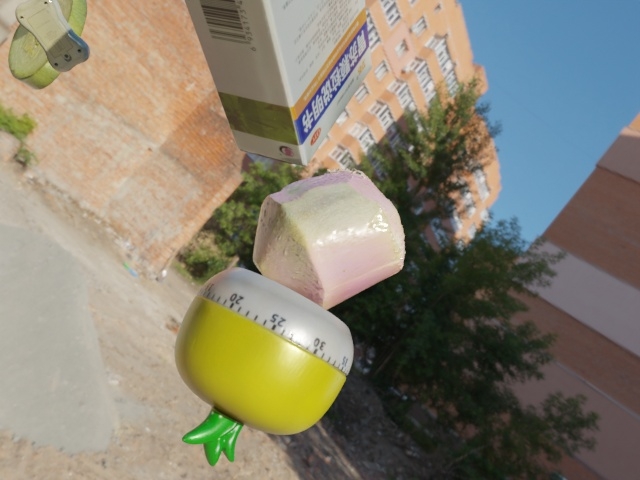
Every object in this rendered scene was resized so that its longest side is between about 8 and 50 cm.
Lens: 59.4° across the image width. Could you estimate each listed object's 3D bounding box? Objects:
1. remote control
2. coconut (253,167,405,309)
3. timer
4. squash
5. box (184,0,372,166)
[{"bbox_3d":[-0.449,-0.349,0.946,0.122,0.074,0.032,61,10,-29],"label":"remote control"},{"bbox_3d":[0.000,0.000,0.983,0.233,0.245,0.233,159,-90,-75],"label":"coconut"},{"bbox_3d":[-0.106,0.204,0.835,0.285,0.285,0.285,40,-6,5],"label":"timer"},{"bbox_3d":[-0.629,-0.473,1.292,0.252,0.252,0.049,36,6,40],"label":"squash"},{"bbox_3d":[-0.039,-0.261,0.612,0.106,0.200,0.299,18,-32,21],"label":"box"}]
